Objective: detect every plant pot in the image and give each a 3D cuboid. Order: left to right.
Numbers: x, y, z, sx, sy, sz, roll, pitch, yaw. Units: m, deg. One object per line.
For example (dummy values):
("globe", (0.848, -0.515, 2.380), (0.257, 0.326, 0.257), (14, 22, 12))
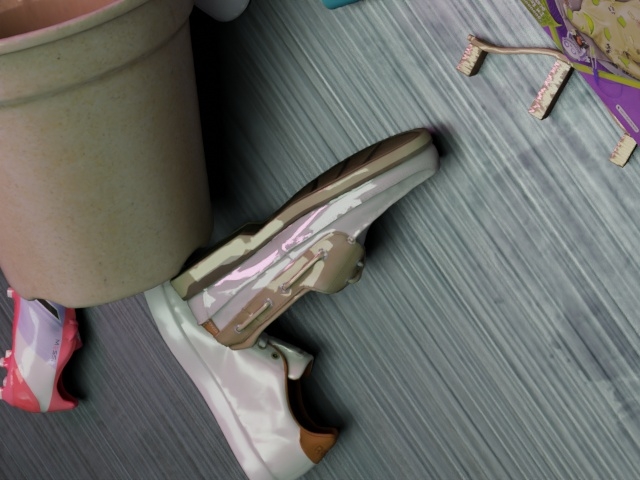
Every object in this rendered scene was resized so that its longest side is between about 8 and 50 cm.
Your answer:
("plant pot", (-0.246, -0.116, 1.307), (0.334, 0.334, 0.305), (4, 124, 26))

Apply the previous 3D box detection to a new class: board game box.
("board game box", (0.309, -0.144, 1.100), (0.347, 0.056, 0.208), (52, 152, 5))

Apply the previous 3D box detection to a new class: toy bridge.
("toy bridge", (0.214, -0.142, 1.223), (0.188, 0.026, 0.063), (34, 113, 16))

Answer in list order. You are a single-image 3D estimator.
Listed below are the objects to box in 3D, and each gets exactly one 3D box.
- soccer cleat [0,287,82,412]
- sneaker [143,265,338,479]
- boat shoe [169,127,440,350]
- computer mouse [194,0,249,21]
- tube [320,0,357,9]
("soccer cleat", (-0.312, 0.081, 1.530), (0.095, 0.083, 0.248), (8, 104, -6))
("sneaker", (-0.081, 0.115, 1.413), (0.123, 0.106, 0.290), (-33, 88, 9))
("boat shoe", (0.000, 0.000, 1.314), (0.302, 0.113, 0.103), (-32, 98, 19))
("computer mouse", (-0.144, -0.305, 1.353), (0.106, 0.042, 0.193), (-43, 82, 28))
("tube", (0.091, -0.275, 1.243), (0.207, 0.052, 0.080), (-18, 105, 24))
